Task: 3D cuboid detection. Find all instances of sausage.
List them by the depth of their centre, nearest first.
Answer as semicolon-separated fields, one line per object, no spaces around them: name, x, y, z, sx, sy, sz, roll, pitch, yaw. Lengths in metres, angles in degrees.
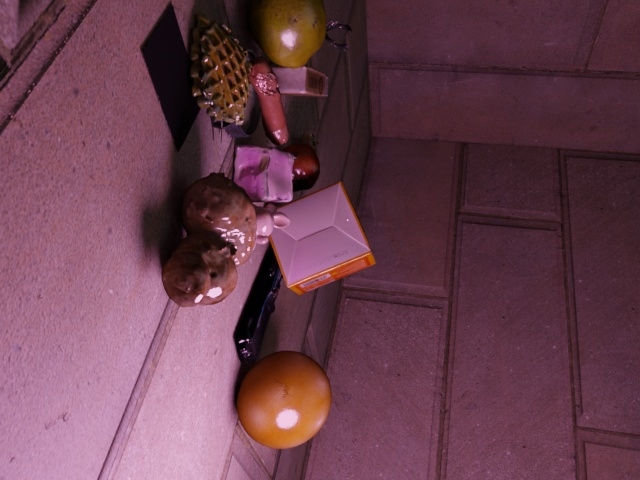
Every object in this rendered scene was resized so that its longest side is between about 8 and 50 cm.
sausage;-0.134;-0.360;1.528;0.304;0.078;0.078;75;23;-62

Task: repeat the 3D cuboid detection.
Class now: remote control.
remote control;-0.181;0.201;1.843;0.398;0.062;0.144;-74;164;-45

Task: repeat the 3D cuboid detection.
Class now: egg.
egg;-0.110;0.484;1.784;0.351;0.283;0.282;-3;99;-72

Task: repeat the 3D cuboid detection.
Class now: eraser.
eraser;-0.074;-0.493;1.826;0.343;0.144;0.078;-40;133;-73

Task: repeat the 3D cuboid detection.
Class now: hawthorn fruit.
hawthorn fruit;-0.079;-0.257;1.949;0.157;0.157;0.194;84;-2;-45

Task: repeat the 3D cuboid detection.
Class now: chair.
chair;-0.236;-0.278;1.379;0.042;0.037;0.086;-54;154;-46

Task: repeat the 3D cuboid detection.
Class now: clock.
clock;-0.201;-0.374;1.488;0.226;0.049;0.226;6;90;-78

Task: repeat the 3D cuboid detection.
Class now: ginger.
ginger;-0.235;0.024;1.235;0.244;0.155;0.304;83;16;-55

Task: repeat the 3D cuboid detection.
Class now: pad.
pad;-0.291;-0.319;1.168;0.243;0.004;0.163;82;18;-50

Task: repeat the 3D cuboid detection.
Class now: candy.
candy;-0.153;-0.184;1.649;0.265;0.116;0.155;-21;117;-78

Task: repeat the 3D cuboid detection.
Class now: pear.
pear;-0.088;-0.590;1.544;0.212;0.212;0.269;-73;166;-46

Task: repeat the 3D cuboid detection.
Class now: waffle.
waffle;-0.220;-0.374;1.297;0.208;0.054;0.214;20;73;-66

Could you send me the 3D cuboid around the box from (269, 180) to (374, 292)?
box;0.000;0.000;1.885;0.214;0.283;0.259;58;10;-73

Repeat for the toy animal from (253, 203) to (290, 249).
toy animal;-0.168;-0.055;1.543;0.212;0.124;0.124;-43;143;-39

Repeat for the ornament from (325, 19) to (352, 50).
ornament;-0.007;-0.652;1.844;0.202;0.236;0.080;-32;132;-75

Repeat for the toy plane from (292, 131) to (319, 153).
toy plane;-0.049;-0.319;2.180;0.244;0.092;0.229;78;23;-55
